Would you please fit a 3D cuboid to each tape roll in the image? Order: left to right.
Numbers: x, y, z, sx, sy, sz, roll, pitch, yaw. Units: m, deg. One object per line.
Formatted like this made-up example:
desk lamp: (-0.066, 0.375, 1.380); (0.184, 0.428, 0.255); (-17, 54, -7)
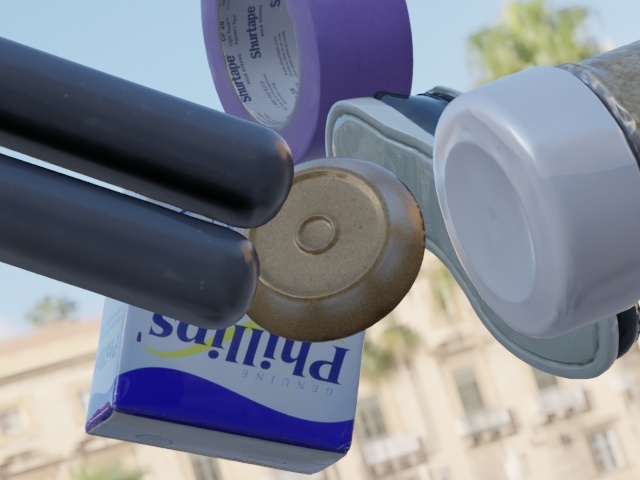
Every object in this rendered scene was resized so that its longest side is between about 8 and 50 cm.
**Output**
tape roll: (-0.013, -0.152, 1.417); (0.080, 0.189, 0.189); (-15, -11, -27)

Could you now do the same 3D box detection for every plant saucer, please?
plant saucer: (0.000, 0.000, 0.765); (0.083, 0.083, 0.015); (-19, -29, 6)

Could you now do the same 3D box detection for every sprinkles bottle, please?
sprinkles bottle: (0.234, -0.066, 0.930); (0.355, 0.121, 0.121); (-20, -9, -19)

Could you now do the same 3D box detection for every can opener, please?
can opener: (-0.147, -0.051, 0.602); (0.283, 0.076, 0.095); (18, -18, -1)

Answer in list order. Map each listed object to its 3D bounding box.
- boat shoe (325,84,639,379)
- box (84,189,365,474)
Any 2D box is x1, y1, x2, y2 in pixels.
boat shoe: (0.113, -0.020, 1.185); (0.091, 0.302, 0.114); (-16, -51, -25)
box: (-0.044, 0.039, 0.971); (0.126, 0.137, 0.072); (12, -19, -16)
